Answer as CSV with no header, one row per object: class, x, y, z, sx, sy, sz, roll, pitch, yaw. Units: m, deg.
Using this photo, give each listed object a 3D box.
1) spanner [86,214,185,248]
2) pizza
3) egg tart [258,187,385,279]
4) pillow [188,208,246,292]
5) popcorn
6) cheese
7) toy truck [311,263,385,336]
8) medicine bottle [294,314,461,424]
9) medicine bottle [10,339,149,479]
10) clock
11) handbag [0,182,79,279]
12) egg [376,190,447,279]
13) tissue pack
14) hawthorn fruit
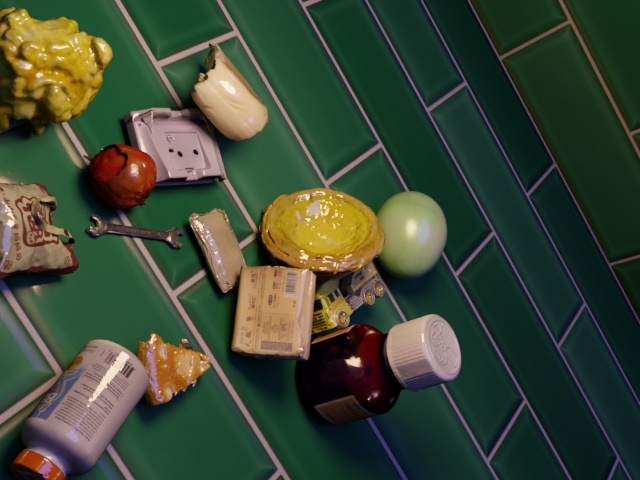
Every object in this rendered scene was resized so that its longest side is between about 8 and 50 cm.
spanner,-0.421,-0.020,1.848,0.254,0.015,0.054,9,67,-42
pizza,-0.327,0.279,1.782,0.194,0.069,0.154,-1,74,-52
egg tart,0.000,0.000,2.107,0.345,0.132,0.345,7,36,-5
pillow,-0.246,0.020,1.976,0.119,0.053,0.208,-25,93,-50
popcorn,-0.573,-0.351,1.681,0.250,0.242,0.235,-3,59,-33
cheese,-0.240,-0.369,2.020,0.233,0.127,0.266,52,5,-21
toy truck,0.049,0.135,2.169,0.272,0.124,0.157,-35,99,-47
medicine bottle,0.146,0.319,2.001,0.242,0.395,0.242,23,58,-42
medicine bottle,-0.467,0.342,1.549,0.157,0.157,0.288,49,46,-19
clock,-0.345,-0.227,1.959,0.253,0.083,0.186,-9,81,-46
handbag,-0.588,-0.027,1.583,0.235,0.127,0.213,-3,72,-68
egg,0.263,-0.015,2.372,0.220,0.220,0.269,23,59,-37
tissue pack,-0.112,0.175,1.931,0.090,0.186,0.222,39,53,-74
hawthorn fruit,-0.450,-0.150,1.791,0.172,0.148,0.148,34,49,-2
